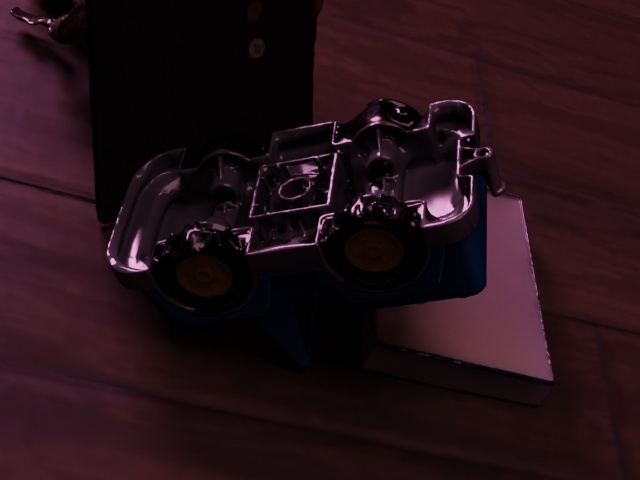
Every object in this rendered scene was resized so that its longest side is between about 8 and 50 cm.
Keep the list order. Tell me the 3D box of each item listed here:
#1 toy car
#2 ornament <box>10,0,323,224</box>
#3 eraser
[{"bbox_3d":[0.000,0.000,0.613,0.191,0.100,0.097,-8,39,15],"label":"toy car"},{"bbox_3d":[-0.115,-0.130,0.728,0.166,0.153,0.196,-19,32,-39],"label":"ornament"},{"bbox_3d":[0.070,0.019,0.691,0.104,0.023,0.150,13,42,-13],"label":"eraser"}]
